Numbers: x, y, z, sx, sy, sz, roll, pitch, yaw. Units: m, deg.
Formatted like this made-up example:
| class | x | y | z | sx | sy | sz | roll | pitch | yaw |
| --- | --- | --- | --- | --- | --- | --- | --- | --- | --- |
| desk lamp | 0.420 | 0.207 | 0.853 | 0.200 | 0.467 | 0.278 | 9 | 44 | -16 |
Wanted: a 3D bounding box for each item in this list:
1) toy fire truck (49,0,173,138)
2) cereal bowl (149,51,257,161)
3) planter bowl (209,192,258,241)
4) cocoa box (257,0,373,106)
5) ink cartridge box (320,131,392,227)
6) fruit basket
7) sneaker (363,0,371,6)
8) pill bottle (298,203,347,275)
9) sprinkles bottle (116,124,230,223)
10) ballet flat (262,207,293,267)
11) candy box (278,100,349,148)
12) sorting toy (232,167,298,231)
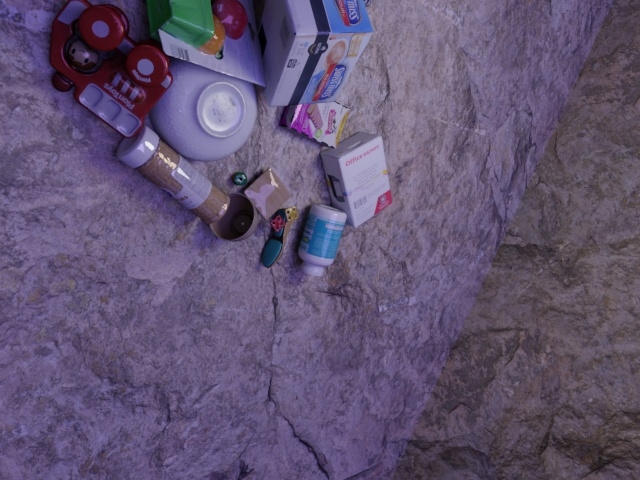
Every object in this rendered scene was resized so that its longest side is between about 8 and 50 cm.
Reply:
| class | x | y | z | sx | sy | sz | roll | pitch | yaw |
| --- | --- | --- | --- | --- | --- | --- | --- | --- | --- |
| toy fire truck | -0.538 | -0.437 | 1.261 | 0.302 | 0.169 | 0.254 | 38 | 101 | -28 |
| cereal bowl | -0.326 | -0.395 | 1.481 | 0.339 | 0.141 | 0.339 | -16 | 118 | -34 |
| planter bowl | -0.277 | -0.067 | 1.669 | 0.162 | 0.162 | 0.109 | -59 | 161 | -4 |
| cocoa box | -0.035 | -0.580 | 1.443 | 0.228 | 0.347 | 0.231 | -9 | 75 | -20 |
| ink cartridge box | 0.147 | -0.241 | 1.961 | 0.226 | 0.131 | 0.306 | -32 | 125 | -26 |
| fruit basket | -0.307 | -0.609 | 1.369 | 0.353 | 0.165 | 0.327 | -1 | 79 | -56 |
| sneaker | 0.077 | -0.763 | 1.662 | 0.101 | 0.153 | 0.268 | 3 | 106 | -41 |
| pill bottle | 0.000 | 0.000 | 1.926 | 0.146 | 0.146 | 0.264 | 8 | 102 | -42 |
| sprinkles bottle | -0.429 | -0.188 | 1.492 | 0.121 | 0.121 | 0.355 | -55 | 133 | -8 |
| ballet flat | -0.147 | -0.004 | 1.848 | 0.073 | 0.080 | 0.232 | 9 | 103 | -55 |
| candy box | -0.018 | -0.439 | 1.775 | 0.233 | 0.071 | 0.159 | 14 | 98 | -44 |
| sorting toy | -0.187 | -0.158 | 1.752 | 0.132 | 0.046 | 0.274 | -46 | 118 | -16 |
